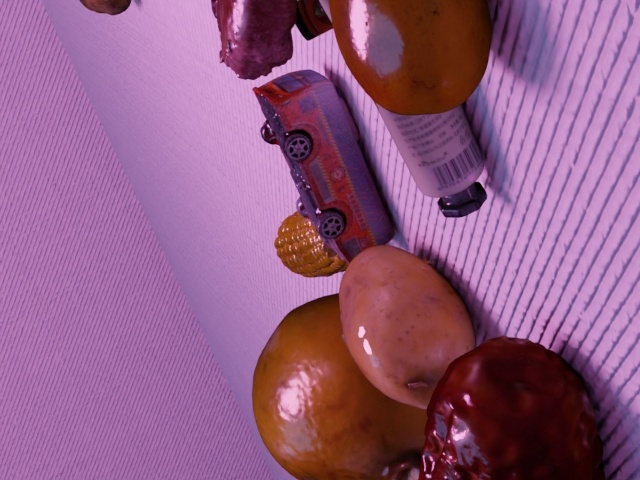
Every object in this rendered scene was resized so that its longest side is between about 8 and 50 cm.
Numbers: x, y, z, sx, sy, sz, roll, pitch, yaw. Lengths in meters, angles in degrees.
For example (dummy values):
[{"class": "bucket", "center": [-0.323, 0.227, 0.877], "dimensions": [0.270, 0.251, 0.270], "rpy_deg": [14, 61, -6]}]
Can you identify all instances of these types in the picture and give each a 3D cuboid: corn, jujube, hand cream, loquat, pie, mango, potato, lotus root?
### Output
[{"class": "corn", "center": [0.000, 0.000, 1.443], "dimensions": [0.080, 0.080, 0.238], "rpy_deg": [62, 170, -2]}, {"class": "jujube", "center": [0.149, 0.180, 1.054], "dimensions": [0.155, 0.155, 0.230], "rpy_deg": [52, 156, 39]}, {"class": "hand cream", "center": [0.058, -0.116, 0.929], "dimensions": [0.050, 0.080, 0.234], "rpy_deg": [30, 151, 56]}, {"class": "loquat", "center": [0.042, 0.170, 1.367], "dimensions": [0.246, 0.213, 0.213], "rpy_deg": [49, 164, 44]}, {"class": "pie", "center": [-0.053, -0.226, 1.015], "dimensions": [0.218, 0.054, 0.204], "rpy_deg": [-101, 13, -47]}, {"class": "mango", "center": [0.049, -0.156, 0.833], "dimensions": [0.163, 0.089, 0.111], "rpy_deg": [70, 157, 9]}, {"class": "potato", "center": [0.075, 0.072, 1.209], "dimensions": [0.178, 0.119, 0.109], "rpy_deg": [-112, 36, -56]}, {"class": "lotus root", "center": [-0.311, -0.375, 1.911], "dimensions": [0.179, 0.089, 0.080], "rpy_deg": [89, -168, -74]}]

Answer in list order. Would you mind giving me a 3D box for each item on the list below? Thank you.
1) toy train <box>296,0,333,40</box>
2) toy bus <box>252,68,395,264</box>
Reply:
[{"class": "toy train", "center": [0.020, -0.174, 0.968], "dimensions": [0.044, 0.064, 0.103], "rpy_deg": [65, 169, -9]}, {"class": "toy bus", "center": [0.004, -0.069, 1.260], "dimensions": [0.065, 0.077, 0.192], "rpy_deg": [40, 157, 58]}]
